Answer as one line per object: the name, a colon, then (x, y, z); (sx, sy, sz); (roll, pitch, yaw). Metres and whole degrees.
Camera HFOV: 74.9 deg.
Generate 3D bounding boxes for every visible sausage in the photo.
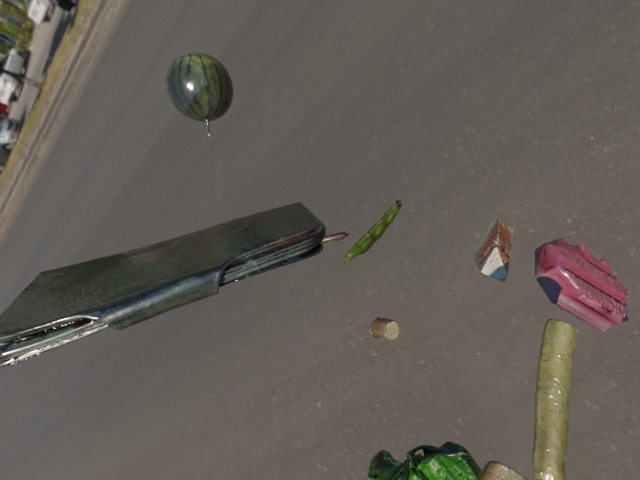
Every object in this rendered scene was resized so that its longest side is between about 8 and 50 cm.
sausage: (0.000, 0.000, 1.319); (0.028, 0.198, 0.025); (111, 144, -62)

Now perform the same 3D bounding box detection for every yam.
yam: (0.253, 0.343, 1.624); (0.127, 0.084, 0.084); (163, 120, -69)
yam: (0.567, 0.382, 1.020); (0.083, 0.083, 0.372); (-2, 68, 48)

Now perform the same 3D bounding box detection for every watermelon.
watermelon: (-0.194, -0.238, 0.687); (0.105, 0.105, 0.133); (-8, 98, 47)
watermelon: (0.473, 0.034, 1.119); (0.094, 0.241, 0.154); (21, 117, 16)

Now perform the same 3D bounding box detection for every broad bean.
broad bean: (0.164, -0.022, 1.272); (0.043, 0.297, 0.060); (34, 147, 18)

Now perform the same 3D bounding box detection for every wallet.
wallet: (-0.154, 0.031, 0.433); (0.172, 0.317, 0.046); (-133, 27, -69)

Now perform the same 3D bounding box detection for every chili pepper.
chili pepper: (0.291, 0.593, 0.993); (0.213, 0.384, 0.167); (-56, 15, -17)

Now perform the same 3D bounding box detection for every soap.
soap: (0.862, 0.137, 1.397); (0.127, 0.324, 0.220); (-46, 16, 53)

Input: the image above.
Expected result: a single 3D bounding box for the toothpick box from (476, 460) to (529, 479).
toothpick box: (0.131, 0.377, 0.343); (0.190, 0.188, 0.308); (23, 51, 34)
